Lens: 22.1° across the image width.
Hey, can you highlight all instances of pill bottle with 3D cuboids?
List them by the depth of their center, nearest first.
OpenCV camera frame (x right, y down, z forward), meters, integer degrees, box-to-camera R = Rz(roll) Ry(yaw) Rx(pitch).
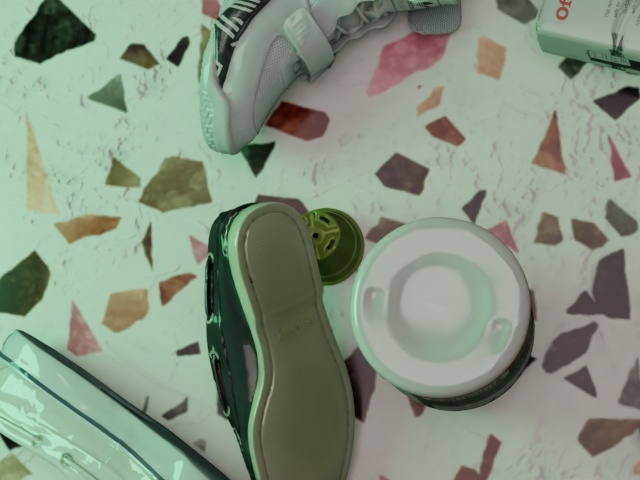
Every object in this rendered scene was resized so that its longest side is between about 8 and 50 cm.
[{"bbox_3d":[0.123,0.079,1.565,0.161,0.283,0.161,-1,81,8],"label":"pill bottle"}]

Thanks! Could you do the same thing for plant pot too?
[{"bbox_3d":[0.000,0.000,1.699,0.083,0.079,0.083,-1,80,8],"label":"plant pot"}]

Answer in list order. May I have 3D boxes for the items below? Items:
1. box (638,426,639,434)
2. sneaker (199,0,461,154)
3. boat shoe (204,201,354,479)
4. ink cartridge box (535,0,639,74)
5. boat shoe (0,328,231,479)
[{"bbox_3d":[0.441,0.290,1.525,0.058,0.232,0.322,-14,77,-33],"label":"box"},{"bbox_3d":[0.024,-0.235,1.702,0.210,0.137,0.366,22,81,13],"label":"sneaker"},{"bbox_3d":[-0.057,0.125,1.667,0.127,0.113,0.340,-22,107,-31],"label":"boat shoe"},{"bbox_3d":[0.340,-0.250,1.684,0.208,0.087,0.153,16,84,13],"label":"ink cartridge box"},{"bbox_3d":[-0.215,0.250,1.663,0.367,0.136,0.156,34,87,14],"label":"boat shoe"}]
